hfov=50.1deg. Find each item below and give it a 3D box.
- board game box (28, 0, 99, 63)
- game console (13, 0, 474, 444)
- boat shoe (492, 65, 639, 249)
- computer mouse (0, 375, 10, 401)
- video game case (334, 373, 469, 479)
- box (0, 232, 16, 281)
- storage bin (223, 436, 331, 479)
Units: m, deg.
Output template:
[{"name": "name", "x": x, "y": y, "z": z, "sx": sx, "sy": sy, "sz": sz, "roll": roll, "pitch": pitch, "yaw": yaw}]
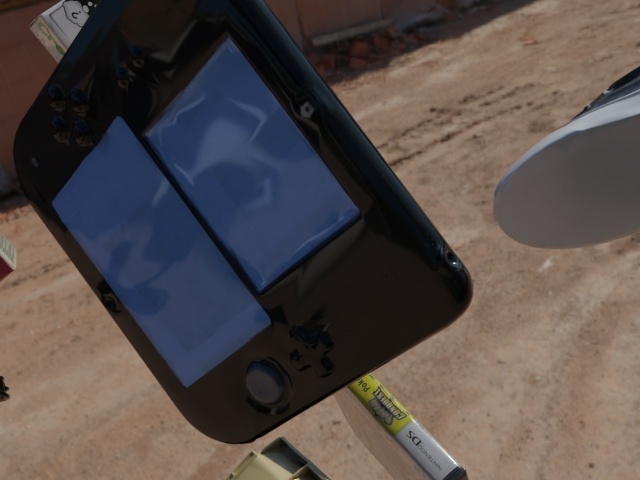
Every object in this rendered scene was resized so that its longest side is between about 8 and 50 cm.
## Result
[{"name": "board game box", "x": -0.191, "y": -0.202, "z": 0.885, "sx": 0.053, "sy": 0.305, "sz": 0.193, "roll": -5, "pitch": 38, "yaw": 54}, {"name": "game console", "x": -0.102, "y": -0.022, "z": 0.606, "sx": 0.342, "sy": 0.386, "sz": 0.060, "roll": -39, "pitch": -3, "yaw": 39}, {"name": "boat shoe", "x": 0.204, "y": -0.076, "z": 0.400, "sx": 0.228, "sy": 0.080, "sz": 0.076, "roll": -37, "pitch": 16, "yaw": 29}, {"name": "computer mouse", "x": -0.410, "y": 0.112, "z": 0.558, "sx": 0.184, "sy": 0.060, "sz": 0.262, "roll": -11, "pitch": -16, "yaw": 19}, {"name": "video game case", "x": 0.097, "y": 0.258, "z": 0.841, "sx": 0.035, "sy": 0.275, "sz": 0.248, "roll": -37, "pitch": 48, "yaw": -13}, {"name": "box", "x": -0.603, "y": -0.019, "z": 1.070, "sx": 0.127, "sy": 0.232, "sz": 0.148, "roll": -38, "pitch": 23, "yaw": -11}, {"name": "storage bin", "x": -0.045, "y": 0.384, "z": 0.716, "sx": 0.260, "sy": 0.123, "sz": 0.262, "roll": -45, "pitch": 36, "yaw": -16}]
